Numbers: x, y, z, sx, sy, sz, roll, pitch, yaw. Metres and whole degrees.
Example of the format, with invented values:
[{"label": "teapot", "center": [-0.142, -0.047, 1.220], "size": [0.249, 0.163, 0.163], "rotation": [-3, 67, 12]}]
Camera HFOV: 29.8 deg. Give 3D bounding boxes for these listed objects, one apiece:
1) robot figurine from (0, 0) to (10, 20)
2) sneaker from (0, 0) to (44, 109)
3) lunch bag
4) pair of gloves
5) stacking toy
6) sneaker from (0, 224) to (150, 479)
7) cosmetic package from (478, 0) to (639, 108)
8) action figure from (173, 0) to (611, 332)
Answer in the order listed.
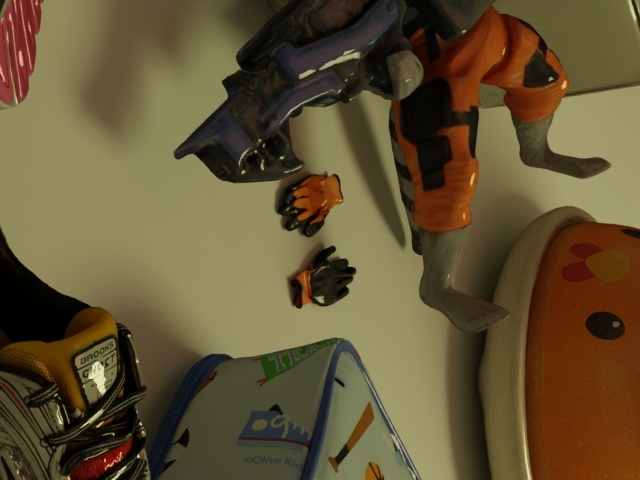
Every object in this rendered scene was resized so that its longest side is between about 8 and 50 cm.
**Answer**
[{"label": "robot figurine", "center": [-0.181, -0.149, 0.300], "size": [0.209, 0.174, 0.278], "rotation": [-37, 116, -45]}, {"label": "sneaker", "center": [-0.147, -0.111, 0.468], "size": [0.170, 0.075, 0.063], "rotation": [-95, -176, -46]}, {"label": "lunch bag", "center": [0.006, 0.213, 0.618], "size": [0.243, 0.115, 0.303], "rotation": [-73, 145, -52]}, {"label": "pair of gloves", "center": [0.000, 0.000, 0.754], "size": [0.074, 0.010, 0.083], "rotation": [-21, 104, -60]}, {"label": "stacking toy", "center": [0.398, 0.126, 0.952], "size": [0.350, 0.480, 0.350], "rotation": [18, 69, -59]}, {"label": "sneaker", "center": [-0.097, 0.075, 0.408], "size": [0.225, 0.093, 0.088], "rotation": [54, 26, -2]}, {"label": "cosmetic package", "center": [0.221, -0.263, 1.038], "size": [0.113, 0.160, 0.309], "rotation": [59, 39, -38]}, {"label": "action figure", "center": [0.029, -0.106, 0.729], "size": [0.341, 0.178, 0.330], "rotation": [-41, 113, -29]}]
